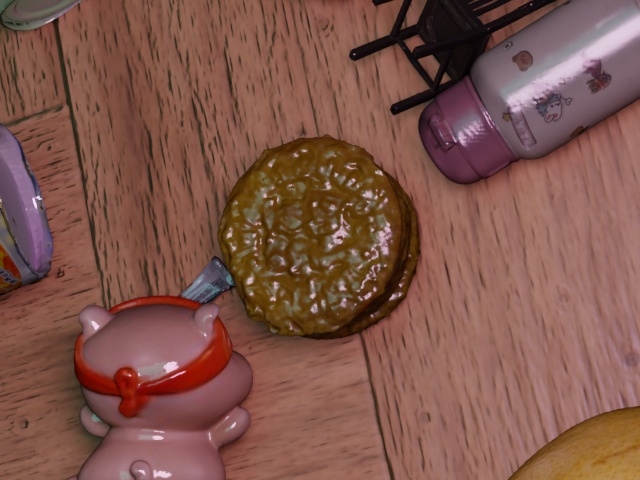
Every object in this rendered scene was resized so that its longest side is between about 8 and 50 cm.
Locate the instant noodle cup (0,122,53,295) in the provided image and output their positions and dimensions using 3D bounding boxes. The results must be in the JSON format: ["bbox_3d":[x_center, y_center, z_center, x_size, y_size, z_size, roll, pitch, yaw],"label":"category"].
[{"bbox_3d":[-0.356,-0.018,1.810,0.153,0.205,0.205,-16,73,5],"label":"instant noodle cup"}]

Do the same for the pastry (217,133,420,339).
[{"bbox_3d":[0.000,0.000,1.714,0.189,0.103,0.188,-4,78,19],"label":"pastry"}]

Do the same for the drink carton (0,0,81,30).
[{"bbox_3d":[-0.301,-0.299,1.874,0.144,0.146,0.142,-34,78,11],"label":"drink carton"}]

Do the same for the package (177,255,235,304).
[{"bbox_3d":[-0.130,0.064,1.794,0.110,0.015,0.037,-42,68,6],"label":"package"}]

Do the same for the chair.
[{"bbox_3d":[0.143,-0.205,1.730,0.212,0.101,0.084,-24,68,-26],"label":"chair"}]

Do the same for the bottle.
[{"bbox_3d":[0.197,-0.136,1.670,0.233,0.110,0.110,-32,70,12],"label":"bottle"}]

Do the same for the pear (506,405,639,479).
[{"bbox_3d":[0.263,0.280,1.456,0.314,0.314,0.314,-4,77,19],"label":"pear"}]

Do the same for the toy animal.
[{"bbox_3d":[-0.152,0.149,1.716,0.171,0.171,0.197,3,87,20],"label":"toy animal"}]
